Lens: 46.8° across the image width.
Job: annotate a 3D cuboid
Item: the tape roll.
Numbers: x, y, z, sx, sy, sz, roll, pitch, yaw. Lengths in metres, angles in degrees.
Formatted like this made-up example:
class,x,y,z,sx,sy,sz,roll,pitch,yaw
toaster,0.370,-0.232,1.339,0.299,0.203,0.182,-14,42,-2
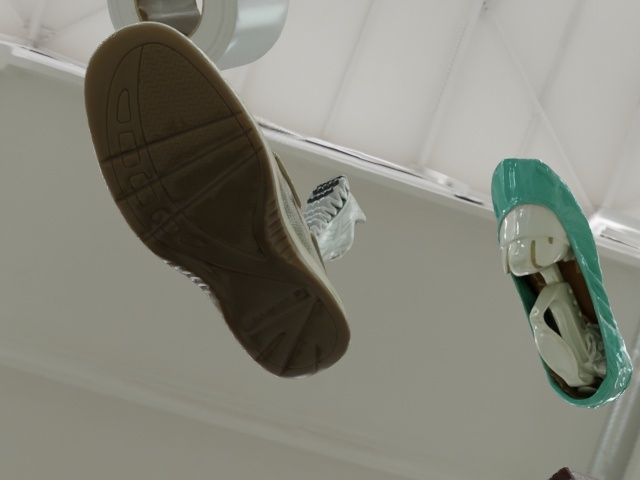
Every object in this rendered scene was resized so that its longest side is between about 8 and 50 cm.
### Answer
class,x,y,z,sx,sy,sz,roll,pitch,yaw
tape roll,-0.195,-0.391,1.191,0.246,0.169,0.246,10,-66,24

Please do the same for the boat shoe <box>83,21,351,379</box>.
class,x,y,z,sx,sy,sz,roll,pitch,yaw
boat shoe,-0.069,-0.027,0.550,0.109,0.098,0.302,-26,-57,7

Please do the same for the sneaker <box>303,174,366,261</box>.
class,x,y,z,sx,sy,sz,roll,pitch,yaw
sneaker,0.000,0.000,1.371,0.110,0.292,0.118,-16,-62,43

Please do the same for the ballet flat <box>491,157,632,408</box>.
class,x,y,z,sx,sy,sz,roll,pitch,yaw
ballet flat,0.212,0.038,0.672,0.083,0.087,0.247,-24,-93,39

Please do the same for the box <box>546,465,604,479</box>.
class,x,y,z,sx,sy,sz,roll,pitch,yaw
box,0.488,0.551,1.370,0.203,0.168,0.167,28,-67,-35
